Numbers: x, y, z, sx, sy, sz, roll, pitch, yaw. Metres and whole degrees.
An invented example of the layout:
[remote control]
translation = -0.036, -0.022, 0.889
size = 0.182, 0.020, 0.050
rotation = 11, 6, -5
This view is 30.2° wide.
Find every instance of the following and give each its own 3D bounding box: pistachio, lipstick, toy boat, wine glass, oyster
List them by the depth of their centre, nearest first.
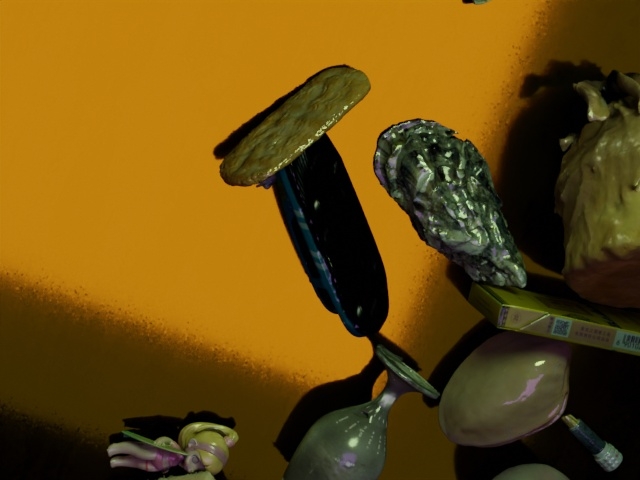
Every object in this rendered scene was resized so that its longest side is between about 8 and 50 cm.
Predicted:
[toy boat]
translation = 0.000, 0.000, 1.665
size = 0.092, 0.134, 0.299
rotation = -12, 107, 30
[oyster]
translation = 0.183, -0.050, 1.695
size = 0.199, 0.087, 0.252
rotation = -6, 91, -7
[wine glass]
translation = 0.056, 0.280, 1.715
size = 0.126, 0.126, 0.241
rotation = 35, 95, -14
[pistachio]
translation = 0.276, 0.221, 1.737
size = 0.223, 0.126, 0.152
rotation = -43, 71, 7
[lipstick]
translation = 0.413, 0.304, 1.820
size = 0.116, 0.037, 0.037
rotation = 44, 93, -9

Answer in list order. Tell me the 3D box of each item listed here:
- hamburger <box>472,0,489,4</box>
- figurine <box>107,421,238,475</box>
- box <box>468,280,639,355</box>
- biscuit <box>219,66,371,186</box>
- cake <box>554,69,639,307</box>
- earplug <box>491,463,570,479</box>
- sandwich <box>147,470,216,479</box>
[hamburger]
translation = 0.232, -0.393, 1.632
size = 0.084, 0.054, 0.121
rotation = -19, 107, -8
[figurine]
translation = -0.213, 0.302, 1.717
size = 0.187, 0.083, 0.083
rotation = -4, 103, 5
[box]
translation = 0.365, 0.117, 1.707
size = 0.279, 0.153, 0.041
rotation = 12, 100, -11
[biscuit]
translation = -0.035, -0.154, 1.586
size = 0.247, 0.118, 0.029
rotation = -43, 122, -19
[cake]
translation = 0.480, -0.090, 1.630
size = 0.332, 0.332, 0.321
rotation = 2, 71, -9
[earplug]
translation = 0.342, 0.460, 1.703
size = 0.172, 0.301, 0.172
rotation = -2, 103, -7
[sandwich]
translation = -0.220, 0.418, 1.725
size = 0.193, 0.058, 0.162
rotation = -11, 123, 18
